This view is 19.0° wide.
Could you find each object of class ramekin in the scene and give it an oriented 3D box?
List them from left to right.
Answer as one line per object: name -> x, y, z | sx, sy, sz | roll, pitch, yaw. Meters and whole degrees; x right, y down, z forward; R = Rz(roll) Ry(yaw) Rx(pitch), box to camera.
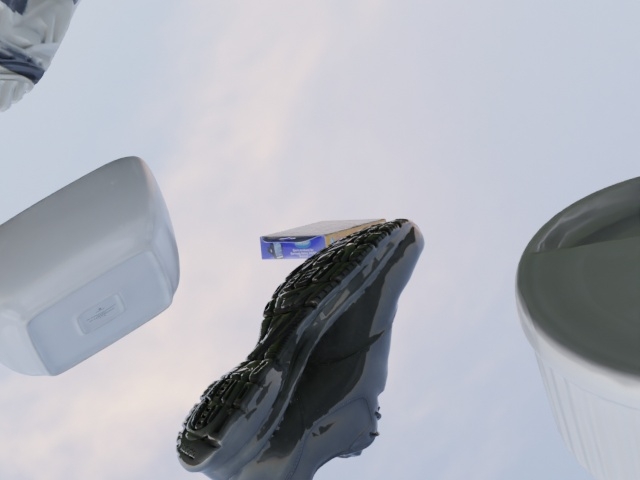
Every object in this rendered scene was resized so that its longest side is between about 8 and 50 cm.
ramekin -> 0.262, 0.066, 1.218 | 0.273, 0.127, 0.273 | -7, -150, 4

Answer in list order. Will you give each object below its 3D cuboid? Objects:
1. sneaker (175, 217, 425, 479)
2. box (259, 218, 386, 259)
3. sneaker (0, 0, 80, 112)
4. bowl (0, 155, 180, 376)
sneaker -> 0.005, 0.104, 1.543 | 0.286, 0.130, 0.109 | -52, -161, -23
box -> 0.000, 0.000, 1.950 | 0.081, 0.028, 0.136 | -1, -170, 33
sneaker -> -0.200, -0.129, 1.050 | 0.235, 0.094, 0.153 | -57, -157, -21
bowl -> -0.146, 0.026, 1.155 | 0.142, 0.142, 0.053 | -30, -114, -11
